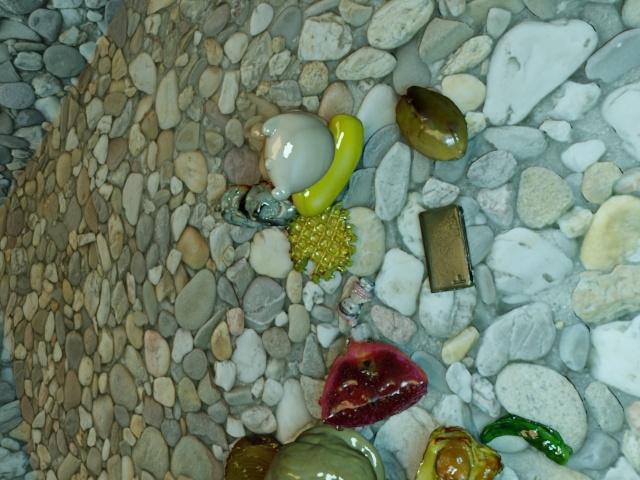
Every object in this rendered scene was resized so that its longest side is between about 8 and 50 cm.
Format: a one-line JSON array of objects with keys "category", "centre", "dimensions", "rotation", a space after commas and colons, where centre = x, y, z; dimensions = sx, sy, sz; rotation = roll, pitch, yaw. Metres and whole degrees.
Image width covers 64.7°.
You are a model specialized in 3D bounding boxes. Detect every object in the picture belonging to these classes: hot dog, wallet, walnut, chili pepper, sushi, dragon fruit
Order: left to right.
[{"category": "sushi", "centre": [-0.186, -0.102, 1.493], "dimensions": [0.332, 0.124, 0.129], "rotation": [6, 71, 49]}, {"category": "walnut", "centre": [0.018, 0.584, 1.197], "dimensions": [0.286, 0.296, 0.285], "rotation": [-5, 62, 9]}, {"category": "dragon fruit", "centre": [0.125, 0.333, 1.244], "dimensions": [0.262, 0.134, 0.211], "rotation": [-20, 55, 8]}, {"category": "walnut", "centre": [0.256, -0.273, 1.178], "dimensions": [0.137, 0.137, 0.245], "rotation": [-50, 58, 24]}, {"category": "wallet", "centre": [0.294, 0.020, 1.184], "dimensions": [0.110, 0.031, 0.197], "rotation": [-13, 79, 36]}, {"category": "hot dog", "centre": [0.279, 0.466, 1.028], "dimensions": [0.150, 0.257, 0.153], "rotation": [26, 90, 23]}, {"category": "chili pepper", "centre": [0.421, 0.403, 1.043], "dimensions": [0.182, 0.050, 0.073], "rotation": [3, 97, 41]}]

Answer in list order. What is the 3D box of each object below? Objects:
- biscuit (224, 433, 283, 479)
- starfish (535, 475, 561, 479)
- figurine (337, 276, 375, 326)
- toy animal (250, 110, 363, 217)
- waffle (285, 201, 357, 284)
[{"category": "biscuit", "centre": [-0.174, 0.735, 1.488], "dimensions": [0.318, 0.040, 0.317], "rotation": [-3, 85, 38]}, {"category": "starfish", "centre": [0.461, 0.524, 1.022], "dimensions": [0.086, 0.016, 0.092], "rotation": [-41, 69, 27]}, {"category": "figurine", "centre": [0.098, 0.158, 1.319], "dimensions": [0.072, 0.054, 0.129], "rotation": [39, 103, 18]}, {"category": "toy animal", "centre": [-0.070, -0.214, 1.313], "dimensions": [0.247, 0.345, 0.277], "rotation": [30, 122, 30]}, {"category": "waffle", "centre": [0.000, 0.000, 1.406], "dimensions": [0.232, 0.051, 0.228], "rotation": [-26, 68, 33]}]
